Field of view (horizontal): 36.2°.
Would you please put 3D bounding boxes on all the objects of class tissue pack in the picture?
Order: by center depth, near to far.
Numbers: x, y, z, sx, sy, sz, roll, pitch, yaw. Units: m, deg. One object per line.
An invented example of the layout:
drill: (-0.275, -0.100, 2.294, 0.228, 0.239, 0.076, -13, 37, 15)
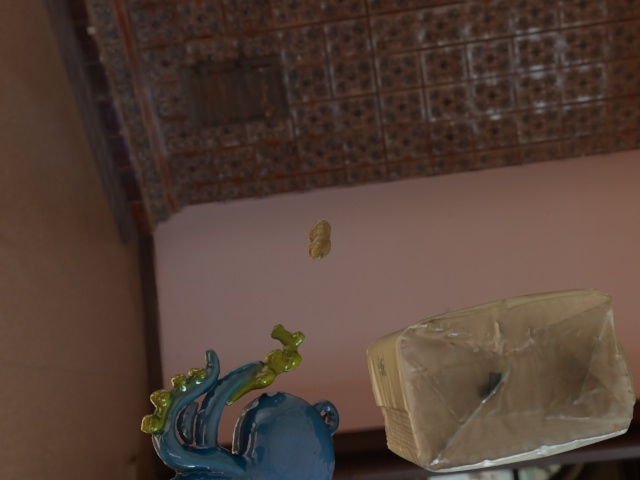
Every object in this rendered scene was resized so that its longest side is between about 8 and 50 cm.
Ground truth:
tissue pack: (0.236, 0.198, 1.383, 0.380, 0.297, 0.207, 116, -37, -80)

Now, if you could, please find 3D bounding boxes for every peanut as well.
peanut: (0.000, 0.000, 1.510, 0.083, 0.037, 0.037, -83, 165, -54)

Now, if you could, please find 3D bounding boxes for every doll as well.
doll: (-0.087, 0.302, 1.141, 0.346, 0.341, 0.098, 59, -33, -6)
